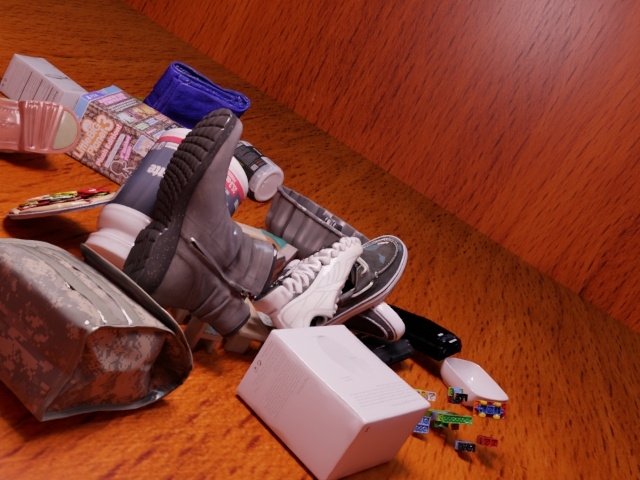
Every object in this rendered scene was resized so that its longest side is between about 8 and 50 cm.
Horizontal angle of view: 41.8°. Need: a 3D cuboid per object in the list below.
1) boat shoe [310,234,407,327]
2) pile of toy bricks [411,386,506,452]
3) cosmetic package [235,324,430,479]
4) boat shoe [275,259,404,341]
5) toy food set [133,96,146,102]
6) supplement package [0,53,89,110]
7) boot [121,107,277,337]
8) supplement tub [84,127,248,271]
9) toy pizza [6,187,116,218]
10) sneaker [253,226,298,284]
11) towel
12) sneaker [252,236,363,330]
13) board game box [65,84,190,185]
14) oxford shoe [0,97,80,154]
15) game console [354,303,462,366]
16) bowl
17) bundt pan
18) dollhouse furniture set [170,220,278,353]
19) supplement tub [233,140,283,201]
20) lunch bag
[{"bbox_3d":[0.059,0.082,1.708,0.121,0.119,0.335,36,59,26],"label":"boat shoe"},{"bbox_3d":[0.253,0.350,1.668,0.212,0.118,0.105,10,-7,-13],"label":"pile of toy bricks"},{"bbox_3d":[0.024,0.266,1.406,0.225,0.138,0.224,39,18,29],"label":"cosmetic package"},{"bbox_3d":[0.032,0.149,1.794,0.301,0.108,0.102,29,55,16],"label":"boat shoe"},{"bbox_3d":[-0.544,-0.362,2.352,0.128,0.071,0.218,8,14,4],"label":"toy food set"},{"bbox_3d":[-0.671,-0.361,2.041,0.179,0.105,0.105,37,17,16],"label":"supplement package"},{"bbox_3d":[-0.159,-0.027,1.367,0.223,0.338,0.118,26,5,-31],"label":"boot"},{"bbox_3d":[-0.269,-0.045,1.480,0.191,0.272,0.191,26,-25,13],"label":"supplement tub"},{"bbox_3d":[-0.462,-0.071,1.512,0.201,0.032,0.201,-8,9,1],"label":"toy pizza"},{"bbox_3d":[-0.141,0.039,1.839,0.121,0.108,0.302,32,9,5],"label":"sneaker"},{"bbox_3d":[-0.353,-0.308,2.164,0.228,0.308,0.076,25,50,-26],"label":"towel"},{"bbox_3d":[-0.005,0.087,1.561,0.292,0.110,0.118,-37,96,-46],"label":"sneaker"},{"bbox_3d":[-0.437,-0.227,2.003,0.291,0.141,0.232,30,17,-3],"label":"board game box"},{"bbox_3d":[-0.696,-0.237,1.678,0.397,0.140,0.147,12,-6,-38],"label":"oxford shoe"},{"bbox_3d":[0.156,0.222,1.884,0.213,0.043,0.361,25,19,32],"label":"game console"},{"bbox_3d":[0.344,0.334,1.914,0.142,0.053,0.142,16,22,-41],"label":"bowl"},{"bbox_3d":[0.000,0.000,2.093,0.331,0.124,0.331,33,6,-4],"label":"bundt pan"},{"bbox_3d":[-0.151,0.091,1.560,0.212,0.161,0.242,19,21,-37],"label":"dollhouse furniture set"},{"bbox_3d":[-0.206,-0.206,2.386,0.190,0.117,0.117,41,19,27],"label":"supplement tub"},{"bbox_3d":[-0.330,0.118,1.180,0.235,0.169,0.287,35,9,24],"label":"lunch bag"}]
